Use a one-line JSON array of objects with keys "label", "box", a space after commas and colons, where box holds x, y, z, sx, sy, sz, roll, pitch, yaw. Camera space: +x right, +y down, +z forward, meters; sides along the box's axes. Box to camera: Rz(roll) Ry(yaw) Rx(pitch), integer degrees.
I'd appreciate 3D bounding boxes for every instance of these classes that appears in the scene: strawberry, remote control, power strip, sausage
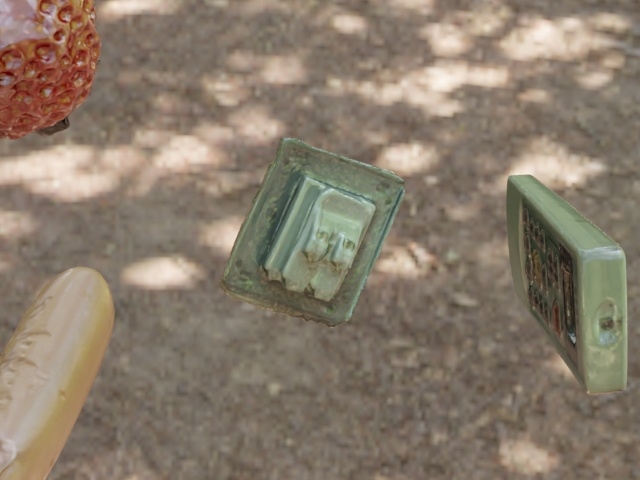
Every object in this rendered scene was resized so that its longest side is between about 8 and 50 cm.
[{"label": "strawberry", "box": [-0.422, -0.269, 1.959, 0.292, 0.291, 0.310, 7, -5, 5]}, {"label": "remote control", "box": [0.197, 0.028, 1.325, 0.038, 0.123, 0.285, -6, 17, -6]}, {"label": "power strip", "box": [0.000, 0.000, 1.895, 0.198, 0.213, 0.064, 16, 11, -34]}, {"label": "sausage", "box": [-0.245, 0.128, 1.370, 0.086, 0.086, 0.289, 7, 34, 5]}]
